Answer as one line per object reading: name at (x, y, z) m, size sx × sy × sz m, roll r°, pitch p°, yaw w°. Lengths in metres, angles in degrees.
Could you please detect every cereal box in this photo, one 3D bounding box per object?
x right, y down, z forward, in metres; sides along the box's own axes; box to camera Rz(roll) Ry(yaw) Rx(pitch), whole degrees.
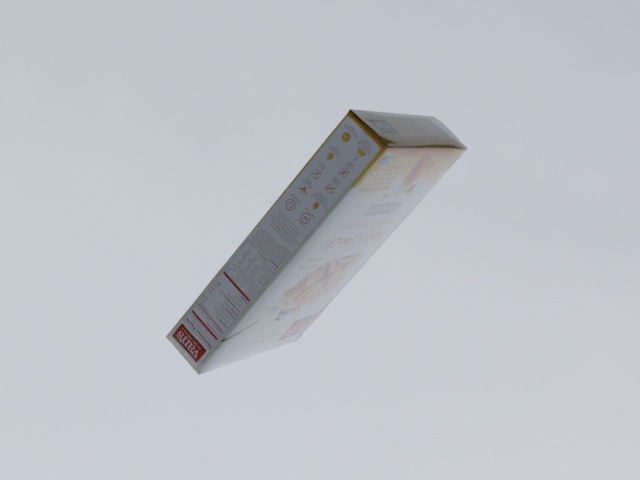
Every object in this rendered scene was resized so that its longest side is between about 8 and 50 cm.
cereal box at (0.000, 0.000, 0.921) m, size 0.047 × 0.240 × 0.173 m, roll 46°, pitch -158°, yaw 16°
